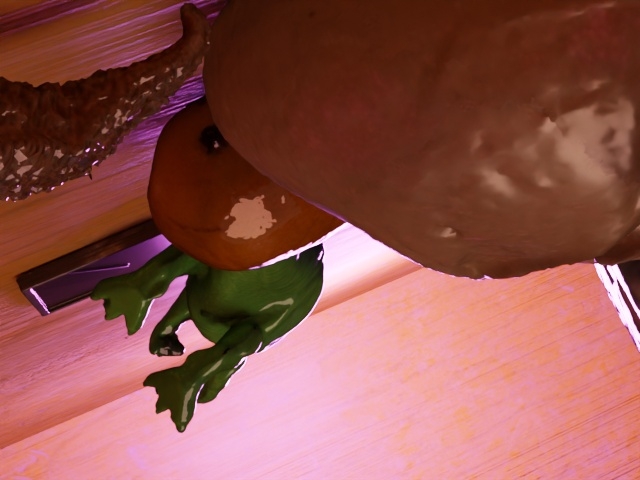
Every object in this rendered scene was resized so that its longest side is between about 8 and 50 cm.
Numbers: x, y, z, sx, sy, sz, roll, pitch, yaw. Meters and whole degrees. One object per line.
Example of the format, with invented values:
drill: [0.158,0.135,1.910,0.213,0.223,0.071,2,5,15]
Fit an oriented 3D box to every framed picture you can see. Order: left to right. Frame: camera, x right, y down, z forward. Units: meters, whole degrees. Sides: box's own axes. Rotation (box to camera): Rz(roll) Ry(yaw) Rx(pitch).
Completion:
framed picture: [-0.193,0.024,1.327,0.150,0.015,0.203,-23,174,-8]

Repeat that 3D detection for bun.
bun: [0.125,-0.084,0.771,0.361,0.213,0.361,-22,174,-2]

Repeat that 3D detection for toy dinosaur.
toy dinosaur: [0.000,0.000,1.321,0.500,0.144,0.374,-40,172,34]

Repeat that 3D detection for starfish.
starfish: [-0.210,-0.032,0.552,0.302,0.084,0.293,-29,169,10]

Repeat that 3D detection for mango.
mango: [-0.024,-0.050,0.967,0.227,0.109,0.147,-14,144,-55]

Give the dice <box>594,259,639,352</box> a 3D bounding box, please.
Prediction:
dice: [0.382,-0.064,1.252,0.331,0.327,0.348,-25,169,8]
